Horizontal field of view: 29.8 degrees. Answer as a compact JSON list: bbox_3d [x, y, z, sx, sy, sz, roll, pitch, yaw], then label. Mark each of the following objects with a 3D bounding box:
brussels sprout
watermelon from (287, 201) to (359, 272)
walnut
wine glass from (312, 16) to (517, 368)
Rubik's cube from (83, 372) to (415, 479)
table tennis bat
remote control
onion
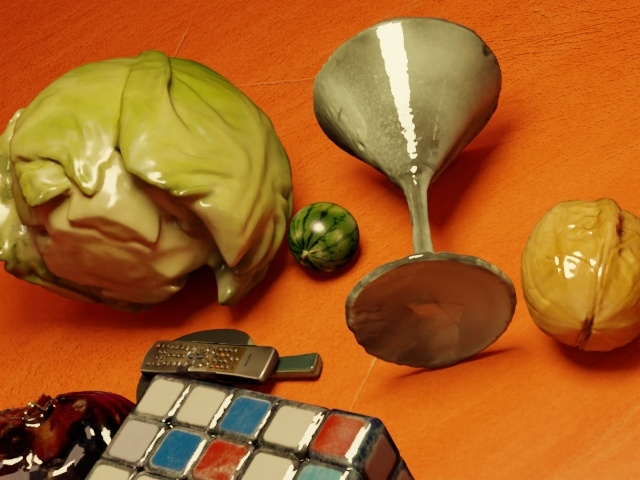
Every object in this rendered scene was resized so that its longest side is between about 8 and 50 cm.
[{"bbox_3d":[-0.244,-0.100,1.686,0.425,0.342,0.361,3,54,17],"label":"brussels sprout"},{"bbox_3d":[0.001,-0.002,1.636,0.109,0.109,0.109,-16,41,14],"label":"watermelon"},{"bbox_3d":[0.310,0.035,1.382,0.159,0.159,0.207,-7,37,23],"label":"walnut"},{"bbox_3d":[0.120,-0.061,1.519,0.267,0.267,0.406,-15,44,15],"label":"wine glass"},{"bbox_3d":[-0.068,0.339,1.162,0.293,0.292,0.287,5,49,36],"label":"Rubik's cube"},{"bbox_3d":[-0.124,0.174,1.582,0.274,0.021,0.154,-8,44,26],"label":"table tennis bat"},{"bbox_3d":[-0.148,0.160,1.576,0.212,0.028,0.059,0,51,35],"label":"remote control"},{"bbox_3d":[-0.315,0.291,1.418,0.280,0.221,0.281,0,64,1],"label":"onion"}]
